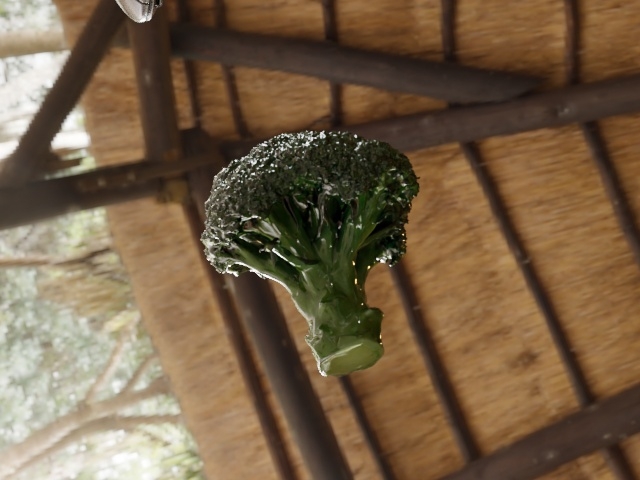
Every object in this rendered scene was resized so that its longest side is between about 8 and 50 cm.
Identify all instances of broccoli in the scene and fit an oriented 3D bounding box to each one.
[{"bbox_3d":[0.000,0.000,1.247,0.297,0.297,0.297,-58,-135,53],"label":"broccoli"}]

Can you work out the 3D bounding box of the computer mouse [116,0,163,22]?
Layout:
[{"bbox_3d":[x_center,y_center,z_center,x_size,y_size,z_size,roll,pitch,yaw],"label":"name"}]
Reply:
[{"bbox_3d":[-0.225,-0.344,1.125,0.120,0.057,0.232,114,-42,-62],"label":"computer mouse"}]
